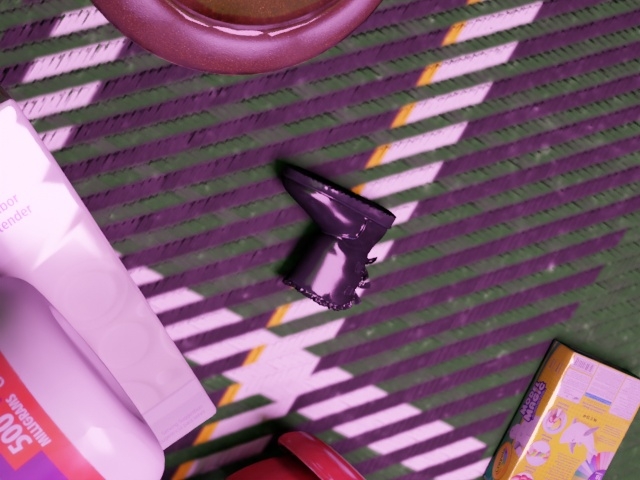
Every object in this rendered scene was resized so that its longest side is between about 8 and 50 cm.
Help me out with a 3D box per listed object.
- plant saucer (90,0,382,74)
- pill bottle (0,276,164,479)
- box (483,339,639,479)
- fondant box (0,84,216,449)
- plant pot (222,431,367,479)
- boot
[{"bbox_3d":[-0.054,-0.280,1.002,0.311,0.050,0.310,-6,107,-19],"label":"plant saucer"},{"bbox_3d":[-0.276,0.184,0.850,0.323,0.181,0.181,-39,115,-7],"label":"pill bottle"},{"bbox_3d":[0.236,0.197,1.256,0.105,0.043,0.179,24,95,-25],"label":"box"},{"bbox_3d":[-0.261,0.071,0.974,0.238,0.096,0.330,-35,124,-10],"label":"fondant box"},{"bbox_3d":[-0.024,0.272,1.111,0.174,0.191,0.191,-44,116,-12],"label":"plant pot"},{"bbox_3d":[0.000,0.000,1.110,0.121,0.045,0.099,26,100,-25],"label":"boot"}]
